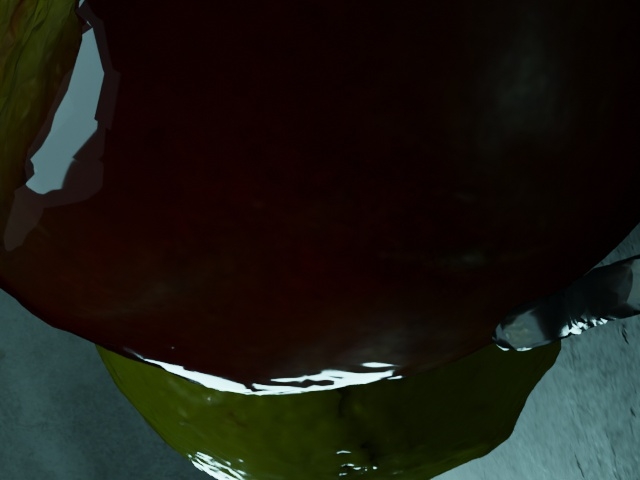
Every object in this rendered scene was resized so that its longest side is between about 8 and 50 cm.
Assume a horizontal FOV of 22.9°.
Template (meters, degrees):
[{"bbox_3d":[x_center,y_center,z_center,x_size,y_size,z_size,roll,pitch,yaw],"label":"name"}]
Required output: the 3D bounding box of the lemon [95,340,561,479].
[{"bbox_3d":[0.000,-0.002,0.788,0.284,0.260,0.260,96,154,-66],"label":"lemon"}]

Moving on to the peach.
[{"bbox_3d":[-0.012,-0.122,0.510,0.281,0.281,0.338,-125,20,-62],"label":"peach"}]

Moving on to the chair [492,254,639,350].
[{"bbox_3d":[0.147,0.033,0.301,0.213,0.149,0.174,117,135,-73],"label":"chair"}]
